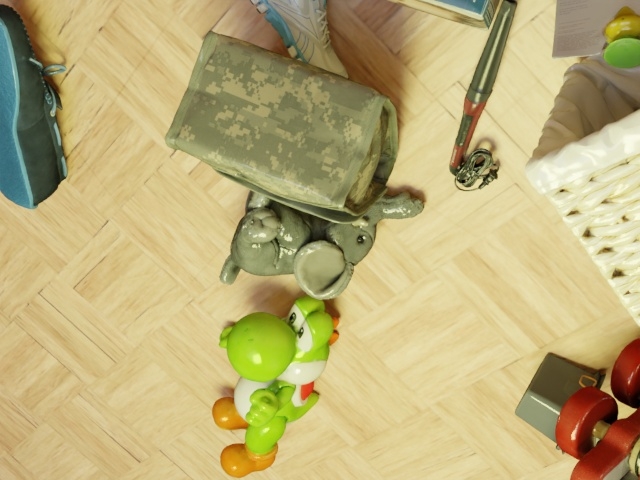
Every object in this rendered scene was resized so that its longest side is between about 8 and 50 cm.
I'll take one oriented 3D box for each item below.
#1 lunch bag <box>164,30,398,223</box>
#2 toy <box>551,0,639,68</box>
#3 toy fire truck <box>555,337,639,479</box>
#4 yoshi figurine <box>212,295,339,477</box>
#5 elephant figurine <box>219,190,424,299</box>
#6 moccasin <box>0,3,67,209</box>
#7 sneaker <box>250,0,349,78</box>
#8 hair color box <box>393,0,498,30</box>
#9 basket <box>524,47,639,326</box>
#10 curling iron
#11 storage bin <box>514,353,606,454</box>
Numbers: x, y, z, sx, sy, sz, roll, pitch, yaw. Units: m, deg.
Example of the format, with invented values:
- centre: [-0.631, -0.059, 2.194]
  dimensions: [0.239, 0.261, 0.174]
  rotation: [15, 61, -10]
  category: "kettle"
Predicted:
- centre: [-0.030, -0.130, 1.108]
  dimensions: [0.235, 0.287, 0.169]
  rotation: [22, 93, 11]
  category: "lunch bag"
- centre: [0.319, -0.270, 0.895]
  dimensions: [0.137, 0.237, 0.056]
  rotation: [-3, 144, 25]
  category: "toy"
- centre: [0.460, 0.301, 1.178]
  dimensions: [0.169, 0.302, 0.254]
  rotation: [23, 138, 49]
  category: "toy fire truck"
- centre: [-0.107, 0.230, 1.436]
  dimensions: [0.203, 0.203, 0.362]
  rotation: [33, 126, 8]
  category: "yoshi figurine"
- centre: [0.000, 0.000, 1.264]
  dimensions: [0.239, 0.169, 0.186]
  rotation: [19, 159, -9]
  category: "elephant figurine"
- centre: [-0.466, -0.213, 1.337]
  dimensions: [0.138, 0.117, 0.342]
  rotation: [28, 135, 19]
  category: "moccasin"
- centre: [-0.015, -0.285, 1.118]
  dimensions: [0.083, 0.071, 0.191]
  rotation: [-31, 109, 26]
  category: "sneaker"
- centre: [0.038, -0.341, 0.973]
  dimensions: [0.347, 0.174, 0.105]
  rotation: [20, 103, 10]
  category: "hair color box"
- centre: [0.434, -0.099, 0.870]
  dimensions: [0.328, 0.331, 0.266]
  rotation: [-26, 106, 35]
  category: "basket"
- centre: [0.215, -0.180, 1.110]
  dimensions: [0.068, 0.035, 0.274]
  rotation: [12, 127, 10]
  category: "curling iron"
- centre: [0.353, 0.229, 1.276]
  dimensions: [0.091, 0.135, 0.098]
  rotation: [30, 130, 15]
  category: "storage bin"
